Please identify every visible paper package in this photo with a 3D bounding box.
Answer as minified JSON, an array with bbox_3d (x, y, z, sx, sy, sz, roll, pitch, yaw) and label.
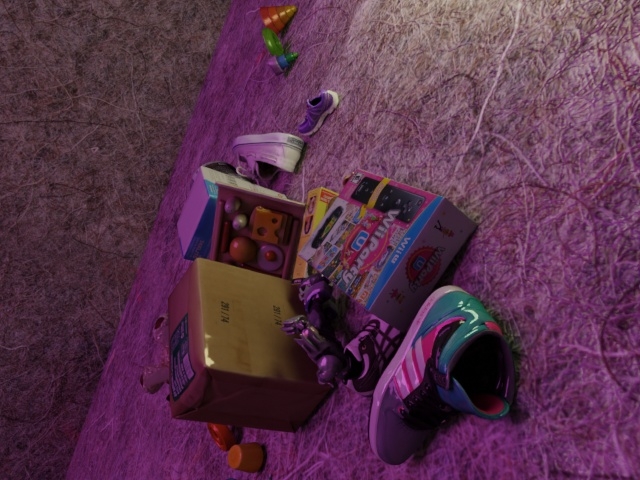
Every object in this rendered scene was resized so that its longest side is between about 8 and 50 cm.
[{"bbox_3d":[-0.164,0.223,1.167,0.168,0.309,0.325,-56,33,28],"label":"paper package"}]

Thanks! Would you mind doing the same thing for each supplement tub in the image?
[{"bbox_3d":[-0.316,-0.143,1.779,0.194,0.193,0.316,-67,28,9],"label":"supplement tub"}]

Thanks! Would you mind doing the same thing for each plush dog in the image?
[{"bbox_3d":[-0.468,0.381,1.791,0.225,0.210,0.263,171,113,-80],"label":"plush dog"}]

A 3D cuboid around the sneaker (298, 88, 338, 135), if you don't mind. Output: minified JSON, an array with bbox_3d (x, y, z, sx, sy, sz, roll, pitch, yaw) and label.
[{"bbox_3d":[-0.019,-0.368,1.514,0.170,0.071,0.068,-44,38,42],"label":"sneaker"}]

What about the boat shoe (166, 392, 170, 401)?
[{"bbox_3d":[-0.485,0.530,1.831,0.152,0.049,0.056,-43,39,41],"label":"boat shoe"}]

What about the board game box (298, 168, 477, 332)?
[{"bbox_3d":[0.108,0.001,0.992,0.224,0.097,0.303,-56,30,0],"label":"board game box"}]

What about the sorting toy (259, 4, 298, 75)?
[{"bbox_3d":[-0.133,-0.752,1.950,0.126,0.127,0.366,-22,52,18],"label":"sorting toy"}]

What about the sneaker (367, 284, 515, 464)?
[{"bbox_3d":[0.179,0.224,0.766,0.296,0.123,0.178,-67,19,5],"label":"sneaker"}]

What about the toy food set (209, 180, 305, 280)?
[{"bbox_3d":[-0.171,0.019,1.318,0.092,0.219,0.306,-76,-1,-63],"label":"toy food set"}]

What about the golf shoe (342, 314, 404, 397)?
[{"bbox_3d":[0.094,0.180,0.964,0.077,0.093,0.198,-17,58,58],"label":"golf shoe"}]

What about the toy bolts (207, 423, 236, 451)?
[{"bbox_3d":[-0.262,0.426,1.463,0.228,0.158,0.219,6,119,52],"label":"toy bolts"}]

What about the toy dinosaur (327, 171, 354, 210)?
[{"bbox_3d":[0.052,-0.057,1.177,0.053,0.092,0.183,19,90,62],"label":"toy dinosaur"}]

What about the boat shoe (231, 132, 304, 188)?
[{"bbox_3d":[-0.183,-0.240,1.687,0.367,0.135,0.157,9,84,52],"label":"boat shoe"}]

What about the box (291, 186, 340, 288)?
[{"bbox_3d":[0.000,0.000,1.247,0.058,0.087,0.233,-14,61,55],"label":"box"}]

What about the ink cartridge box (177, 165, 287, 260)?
[{"bbox_3d":[-0.230,-0.045,1.486,0.197,0.269,0.198,-62,29,20],"label":"ink cartridge box"}]

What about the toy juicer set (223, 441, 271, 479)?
[{"bbox_3d":[-0.204,0.652,1.233,0.329,0.089,0.209,-57,43,10],"label":"toy juicer set"}]

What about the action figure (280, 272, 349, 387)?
[{"bbox_3d":[0.003,0.188,1.060,0.099,0.185,0.285,-28,25,11],"label":"action figure"}]
